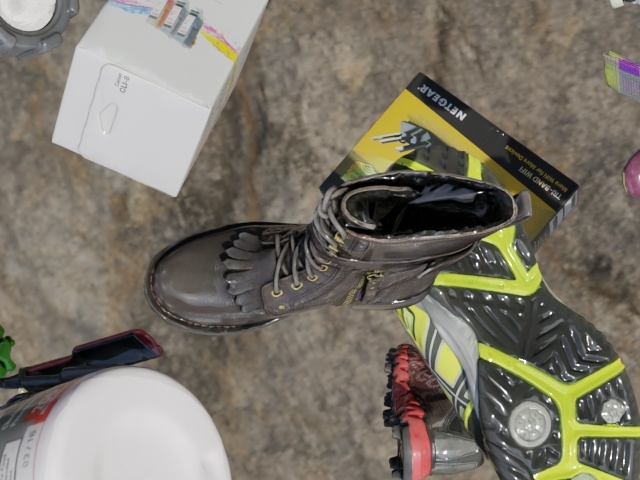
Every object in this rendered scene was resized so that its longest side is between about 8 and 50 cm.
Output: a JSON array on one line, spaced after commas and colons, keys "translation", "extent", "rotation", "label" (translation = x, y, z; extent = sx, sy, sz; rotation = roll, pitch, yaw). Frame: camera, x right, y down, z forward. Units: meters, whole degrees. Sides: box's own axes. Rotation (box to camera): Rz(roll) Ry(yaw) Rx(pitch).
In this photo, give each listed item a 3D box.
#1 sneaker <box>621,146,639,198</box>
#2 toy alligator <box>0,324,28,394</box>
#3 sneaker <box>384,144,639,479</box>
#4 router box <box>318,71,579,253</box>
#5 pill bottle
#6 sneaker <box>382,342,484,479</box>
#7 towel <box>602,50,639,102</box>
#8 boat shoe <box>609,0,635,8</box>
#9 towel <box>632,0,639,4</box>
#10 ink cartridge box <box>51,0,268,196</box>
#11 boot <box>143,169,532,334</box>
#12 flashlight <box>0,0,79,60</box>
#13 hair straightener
[{"translation": [0.395, -0.075, 1.189], "extent": [0.084, 0.185, 0.070], "rotation": [-111, 9, -73], "label": "sneaker"}, {"translation": [-0.373, 0.115, 1.356], "extent": [0.190, 0.051, 0.056], "rotation": [48, 167, -34], "label": "toy alligator"}, {"translation": [0.164, 0.097, 1.090], "extent": [0.385, 0.145, 0.147], "rotation": [66, 166, 3], "label": "sneaker"}, {"translation": [0.191, -0.069, 1.802], "extent": [0.309, 0.243, 0.081], "rotation": [38, 173, 19], "label": "router box"}, {"translation": [-0.214, 0.199, 0.889], "extent": [0.283, 0.161, 0.161], "rotation": [-22, 90, 39], "label": "pill bottle"}, {"translation": [0.149, 0.218, 1.549], "extent": [0.276, 0.135, 0.098], "rotation": [-95, 4, -68], "label": "sneaker"}, {"translation": [0.335, -0.165, 1.258], "extent": [0.083, 0.009, 0.060], "rotation": [30, 159, 33], "label": "towel"}, {"translation": [0.280, -0.366, 1.005], "extent": [0.113, 0.127, 0.340], "rotation": [-3, 111, 12], "label": "boat shoe"}, {"translation": [0.458, -0.362, 1.402], "extent": [0.283, 0.121, 0.235], "rotation": [16, 158, 9], "label": "towel"}, {"translation": [-0.144, -0.156, 1.089], "extent": [0.127, 0.176, 0.128], "rotation": [25, 138, -4], "label": "ink cartridge box"}, {"translation": [0.000, 0.000, 0.875], "extent": [0.229, 0.262, 0.091], "rotation": [118, 145, -75], "label": "boot"}, {"translation": [-0.340, -0.203, 1.121], "extent": [0.304, 0.103, 0.103], "rotation": [-3, 91, 51], "label": "flashlight"}, {"translation": [-0.249, 0.140, 1.119], "extent": [0.230, 0.089, 0.047], "rotation": [-11, 132, 34], "label": "hair straightener"}]
